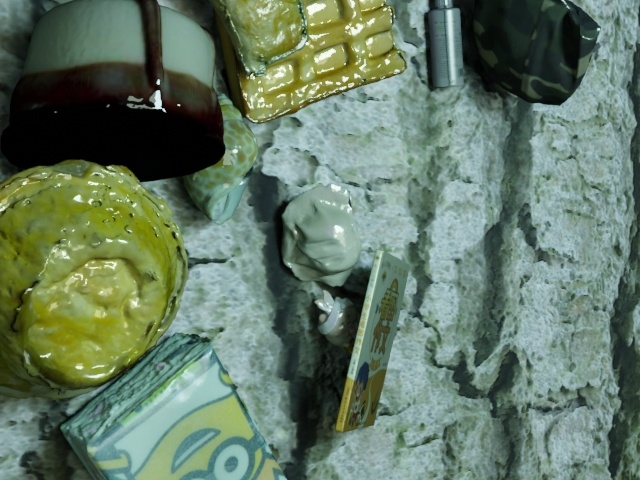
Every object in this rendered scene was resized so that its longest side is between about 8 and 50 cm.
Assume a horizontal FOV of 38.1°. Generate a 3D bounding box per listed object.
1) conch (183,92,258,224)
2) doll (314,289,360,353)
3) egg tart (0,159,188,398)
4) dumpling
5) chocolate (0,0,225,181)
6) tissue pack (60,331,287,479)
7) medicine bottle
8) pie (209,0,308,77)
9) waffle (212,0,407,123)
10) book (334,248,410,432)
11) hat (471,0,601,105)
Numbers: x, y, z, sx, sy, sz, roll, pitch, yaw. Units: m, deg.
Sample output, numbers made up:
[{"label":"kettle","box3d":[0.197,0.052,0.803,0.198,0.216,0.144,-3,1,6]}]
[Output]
[{"label":"conch","box3d":[-0.147,-0.112,1.340,0.116,0.106,0.173,-23,130,-55]},{"label":"doll","box3d":[0.037,0.137,1.529,0.073,0.084,0.127,-45,128,-11]},{"label":"egg tart","box3d":[-0.305,0.070,1.170,0.345,0.132,0.345,-18,122,-32]},{"label":"dumpling","box3d":[0.000,0.000,1.479,0.127,0.108,0.188,-13,123,-14]},{"label":"chocolate","box3d":[-0.253,-0.197,1.165,0.283,0.283,0.186,9,69,-40]},{"label":"tissue pack","box3d":[-0.195,0.320,1.336,0.228,0.128,0.311,-39,118,-27]},{"label":"medicine bottle","box3d":[0.219,-0.370,1.630,0.057,0.057,0.199,-15,105,-37]},{"label":"pie","box3d":[-0.102,-0.366,1.275,0.128,0.068,0.282,-31,119,-17]},{"label":"waffle","box3d":[-0.033,-0.377,1.391,0.304,0.077,0.348,-21,110,-25]},{"label":"book","box3d":[0.090,0.170,1.552,0.208,0.020,0.295,24,79,-71]},{"label":"hat","box3d":[0.291,-0.425,1.606,0.381,0.366,0.257,25,108,-12]}]
